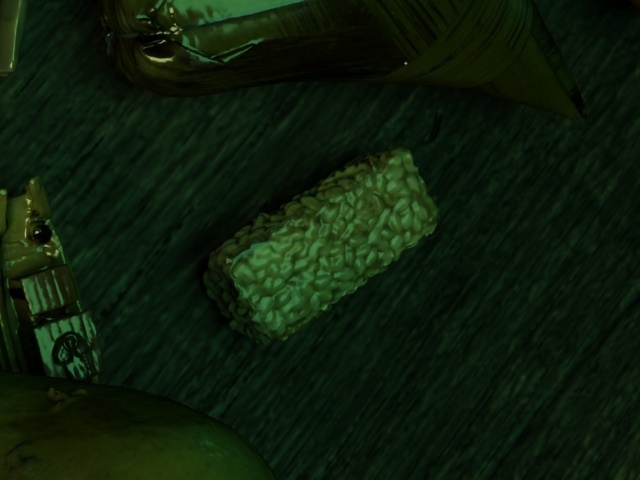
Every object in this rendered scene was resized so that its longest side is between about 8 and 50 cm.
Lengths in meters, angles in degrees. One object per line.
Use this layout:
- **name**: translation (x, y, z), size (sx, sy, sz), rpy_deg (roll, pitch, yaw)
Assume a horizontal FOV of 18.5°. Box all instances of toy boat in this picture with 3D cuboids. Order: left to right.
- **toy boat**: translation (-0.173, 0.062, 1.250), size (0.064, 0.072, 0.206), rpy_deg (-19, 102, -28)

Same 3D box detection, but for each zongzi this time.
- **zongzi**: translation (0.031, -0.128, 1.318), size (0.286, 0.138, 0.300), rpy_deg (-42, 112, -18)

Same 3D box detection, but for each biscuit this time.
- **biscuit**: translation (0.000, 0.000, 1.342), size (0.168, 0.070, 0.082), rpy_deg (-36, 104, -20)

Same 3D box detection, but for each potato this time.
- **potato**: translation (-0.161, 0.176, 1.153), size (0.173, 0.307, 0.210), rpy_deg (-1, 89, -68)

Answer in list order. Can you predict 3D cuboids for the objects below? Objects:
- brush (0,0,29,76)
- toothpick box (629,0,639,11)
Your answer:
- **brush**: translation (-0.190, -0.265, 1.234), size (0.050, 0.060, 0.321), rpy_deg (7, 89, -16)
- **toothpick box**: translation (0.231, -0.304, 1.393), size (0.192, 0.192, 0.294), rpy_deg (-43, 117, -20)
